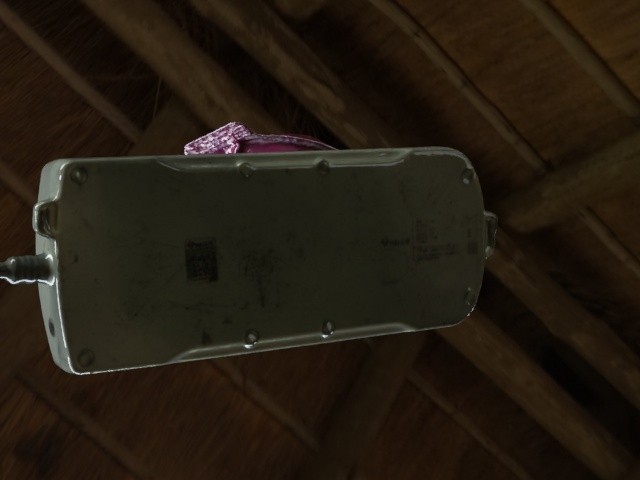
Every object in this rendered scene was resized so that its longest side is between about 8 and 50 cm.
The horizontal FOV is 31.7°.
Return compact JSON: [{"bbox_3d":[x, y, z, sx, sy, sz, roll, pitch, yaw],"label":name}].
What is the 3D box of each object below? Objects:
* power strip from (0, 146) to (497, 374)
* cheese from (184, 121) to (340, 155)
[{"bbox_3d":[-0.024,0.004,0.452,0.226,0.029,0.080,-4,-85,-32],"label":"power strip"},{"bbox_3d":[0.000,0.000,0.807,0.155,0.062,0.244,-18,-46,35],"label":"cheese"}]
